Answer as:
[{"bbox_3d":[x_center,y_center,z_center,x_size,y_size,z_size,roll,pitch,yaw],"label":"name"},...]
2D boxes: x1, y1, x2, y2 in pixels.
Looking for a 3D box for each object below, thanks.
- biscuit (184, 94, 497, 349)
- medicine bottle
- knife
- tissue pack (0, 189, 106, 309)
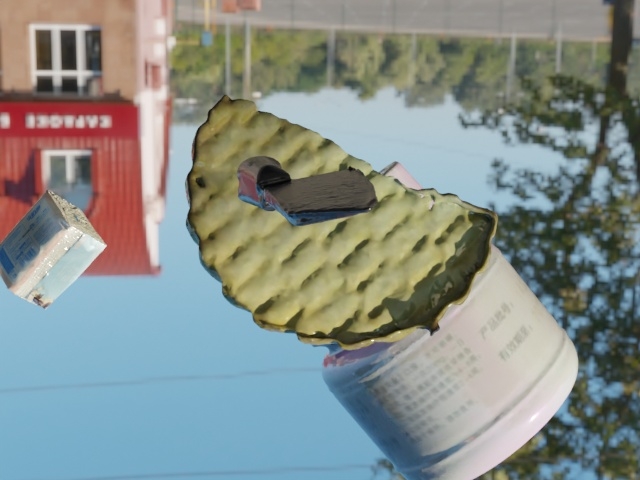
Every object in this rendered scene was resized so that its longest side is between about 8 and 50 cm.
[{"bbox_3d":[0.000,0.000,0.911,0.273,0.187,0.036,27,155,2],"label":"biscuit"},{"bbox_3d":[0.104,0.089,1.185,0.241,0.302,0.241,-40,-177,2],"label":"medicine bottle"},{"bbox_3d":[-0.005,-0.028,0.572,0.060,0.028,0.230,-16,-170,-8],"label":"knife"},{"bbox_3d":[-0.274,0.010,1.080,0.074,0.094,0.058,48,-172,39],"label":"tissue pack"}]
